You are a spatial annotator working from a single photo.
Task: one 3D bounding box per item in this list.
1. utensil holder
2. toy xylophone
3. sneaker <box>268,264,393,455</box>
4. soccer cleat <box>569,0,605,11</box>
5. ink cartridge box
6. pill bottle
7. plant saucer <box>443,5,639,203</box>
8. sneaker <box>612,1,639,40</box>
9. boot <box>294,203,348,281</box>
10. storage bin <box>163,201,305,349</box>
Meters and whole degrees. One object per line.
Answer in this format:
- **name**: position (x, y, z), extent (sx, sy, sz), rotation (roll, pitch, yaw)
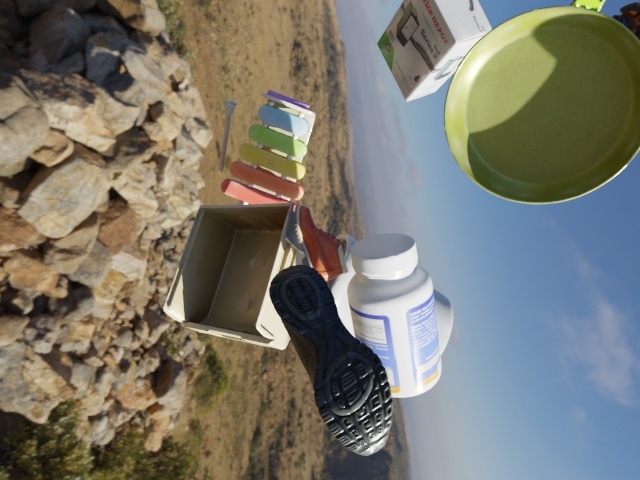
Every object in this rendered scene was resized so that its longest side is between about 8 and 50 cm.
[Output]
- **utensil holder**: position (0.153, 0.213, 1.367), extent (0.386, 0.327, 0.327), rotation (31, 26, -12)
- **toy xylophone**: position (-0.136, -0.193, 1.046), extent (0.081, 0.237, 0.322), rotation (-65, 168, -60)
- **sneaker**: position (0.018, 0.174, 0.676), extent (0.130, 0.109, 0.286), rotation (87, -21, -65)
- **soccer cleat**: position (0.557, -0.490, 0.979), extent (0.179, 0.060, 0.072), rotation (101, 9, -67)
- **ink cartridge box**: position (0.298, -0.556, 1.228), extent (0.211, 0.122, 0.289), rotation (65, -19, 5)
- **pill bottle**: position (0.131, 0.131, 0.815), extent (0.152, 0.153, 0.271), rotation (-76, 156, -68)
- **plant saucer**: position (0.285, -0.167, 0.580), extent (0.037, 0.241, 0.240), rotation (-32, 113, -53)
- **sneaker**: position (0.450, -0.228, 0.671), extent (0.083, 0.087, 0.221), rotation (55, -49, 57)
- **boot**: position (0.000, 0.000, 0.830), extent (0.059, 0.085, 0.157), rotation (56, 18, -76)
- **storage bin**: position (-0.161, 0.067, 0.923), extent (0.123, 0.263, 0.260), rotation (38, 61, -50)
